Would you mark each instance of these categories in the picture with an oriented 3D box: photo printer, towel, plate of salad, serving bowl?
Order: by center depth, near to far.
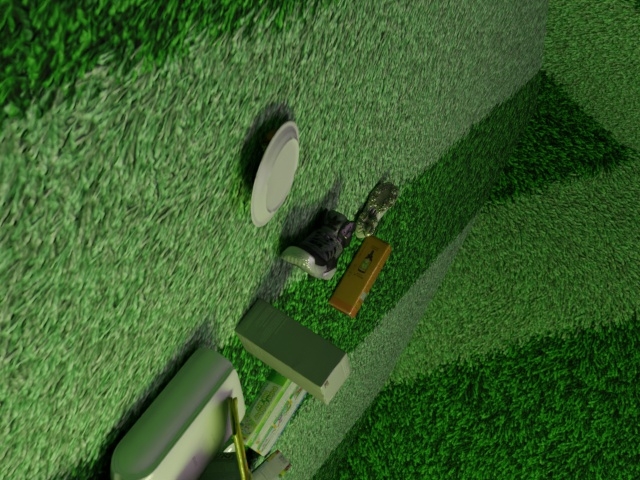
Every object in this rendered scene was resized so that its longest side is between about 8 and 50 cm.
[{"bbox_3d":[-0.088,-0.121,1.329,0.200,0.048,0.199,19,90,-78],"label":"plate of salad"},{"bbox_3d":[-0.277,0.389,1.443,0.307,0.107,0.256,-51,158,-30],"label":"photo printer"},{"bbox_3d":[-0.152,0.422,1.450,0.102,0.021,0.237,-110,-167,-55],"label":"towel"},{"bbox_3d":[-0.237,0.526,1.848,0.083,0.027,0.083,-41,152,-27],"label":"serving bowl"}]

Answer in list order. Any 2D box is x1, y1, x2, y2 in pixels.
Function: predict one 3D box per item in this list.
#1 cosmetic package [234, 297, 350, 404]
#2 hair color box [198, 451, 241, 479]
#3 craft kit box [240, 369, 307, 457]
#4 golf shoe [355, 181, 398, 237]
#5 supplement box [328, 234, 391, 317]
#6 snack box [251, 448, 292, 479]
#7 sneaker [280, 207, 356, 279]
[{"bbox_3d":[-0.058,0.240,1.604,0.107,0.238,0.127,-55,160,-21],"label":"cosmetic package"},{"bbox_3d":[-0.214,0.594,1.546,0.374,0.114,0.185,-152,-119,-82],"label":"hair color box"},{"bbox_3d":[-0.125,0.455,2.011,0.249,0.061,0.246,-56,163,-17],"label":"craft kit box"},{"bbox_3d":[0.142,-0.081,1.986,0.176,0.069,0.086,-52,179,-18],"label":"golf shoe"},{"bbox_3d":[0.115,0.100,2.112,0.233,0.078,0.080,-60,161,-6],"label":"supplement box"},{"bbox_3d":[-0.196,0.692,2.049,0.174,0.070,0.207,-49,171,31],"label":"snack box"},{"bbox_3d":[0.000,0.000,1.651,0.153,0.101,0.268,-63,167,-1],"label":"sneaker"}]
